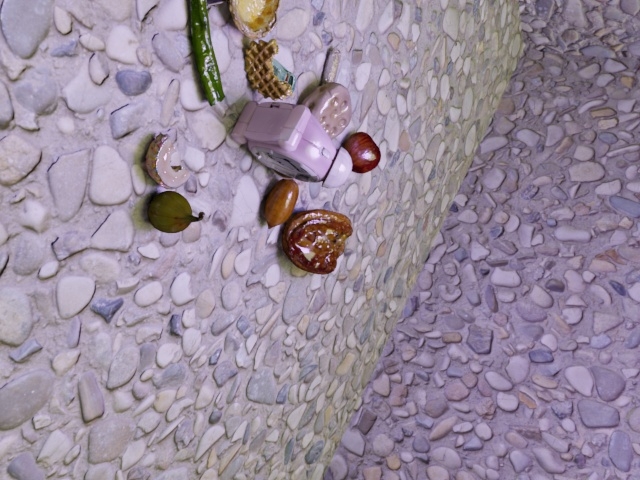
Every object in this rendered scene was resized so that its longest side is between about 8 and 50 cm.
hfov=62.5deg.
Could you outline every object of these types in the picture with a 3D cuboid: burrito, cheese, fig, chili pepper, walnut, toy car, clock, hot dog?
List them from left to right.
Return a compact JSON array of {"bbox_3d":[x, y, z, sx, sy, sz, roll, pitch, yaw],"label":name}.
[{"bbox_3d":[-0.390,-0.076,1.493,0.124,0.236,0.125,-12,106,-50],"label":"fig"},{"bbox_3d":[-0.327,-0.557,1.487,0.085,0.076,0.359,-64,157,-47],"label":"chili pepper"},{"bbox_3d":[-0.147,-0.134,1.945,0.115,0.115,0.207,15,100,-58],"label":"walnut"},{"bbox_3d":[-0.134,-0.554,1.796,0.186,0.058,0.094,20,88,-58],"label":"toy car"},{"bbox_3d":[-0.086,-0.306,1.753,0.325,0.342,0.184,41,77,-47],"label":"clock"},{"bbox_3d":[0.000,0.000,2.177,0.387,0.174,0.267,12,98,-59],"label":"hot dog"},{"bbox_3d":[0.016,-0.481,1.979,0.217,0.117,0.235,-17,137,-41],"label":"cheese"},{"bbox_3d":[0.040,-0.646,2.021,0.058,0.044,0.189,-2,107,-57],"label":"burrito"},{"bbox_3d":[0.151,-0.352,2.255,0.207,0.175,0.175,-43,141,-14],"label":"fig"}]

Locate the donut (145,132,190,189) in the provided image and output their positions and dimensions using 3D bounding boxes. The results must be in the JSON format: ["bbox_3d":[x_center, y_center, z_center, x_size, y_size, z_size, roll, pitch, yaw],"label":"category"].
[{"bbox_3d":[-0.444,-0.211,1.497,0.108,0.065,0.166,-55,147,-31],"label":"donut"}]

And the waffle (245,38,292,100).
[{"bbox_3d":[-0.164,-0.540,1.678,0.051,0.148,0.194,-58,149,-50],"label":"waffle"}]

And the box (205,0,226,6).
[{"bbox_3d":[-0.308,-0.700,1.476,0.079,0.035,0.083,-38,135,-41],"label":"box"}]

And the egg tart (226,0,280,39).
[{"bbox_3d":[-0.209,-0.709,1.572,0.212,0.090,0.213,-29,127,-48],"label":"egg tart"}]
